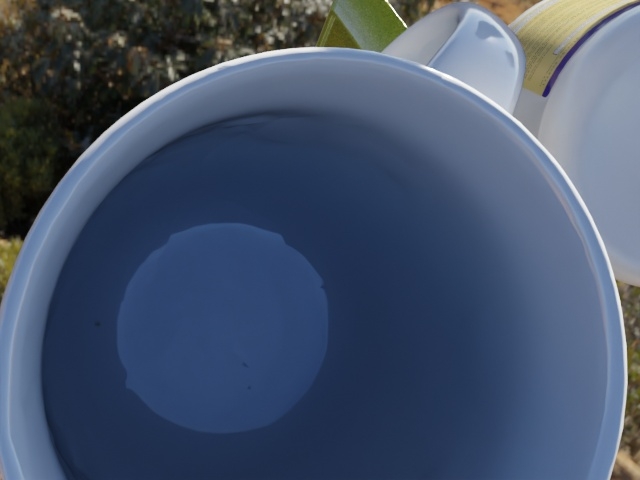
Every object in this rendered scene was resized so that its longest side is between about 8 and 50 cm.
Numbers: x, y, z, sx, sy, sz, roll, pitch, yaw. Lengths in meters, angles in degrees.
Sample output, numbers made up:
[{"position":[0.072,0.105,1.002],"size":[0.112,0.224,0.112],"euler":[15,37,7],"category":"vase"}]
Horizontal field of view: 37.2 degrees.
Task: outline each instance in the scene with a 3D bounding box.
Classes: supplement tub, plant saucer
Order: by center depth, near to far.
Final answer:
[{"position":[0.278,-0.112,0.881],"size":[0.241,0.241,0.331],"euler":[7,16,-6],"category":"supplement tub"},{"position":[0.048,-0.175,1.062],"size":[0.045,0.188,0.188],"euler":[-26,72,-26],"category":"plant saucer"}]

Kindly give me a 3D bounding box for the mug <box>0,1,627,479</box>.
[{"position":[-0.009,0.019,0.556],"size":[0.276,0.328,0.374],"euler":[35,80,-12],"category":"mug"}]
